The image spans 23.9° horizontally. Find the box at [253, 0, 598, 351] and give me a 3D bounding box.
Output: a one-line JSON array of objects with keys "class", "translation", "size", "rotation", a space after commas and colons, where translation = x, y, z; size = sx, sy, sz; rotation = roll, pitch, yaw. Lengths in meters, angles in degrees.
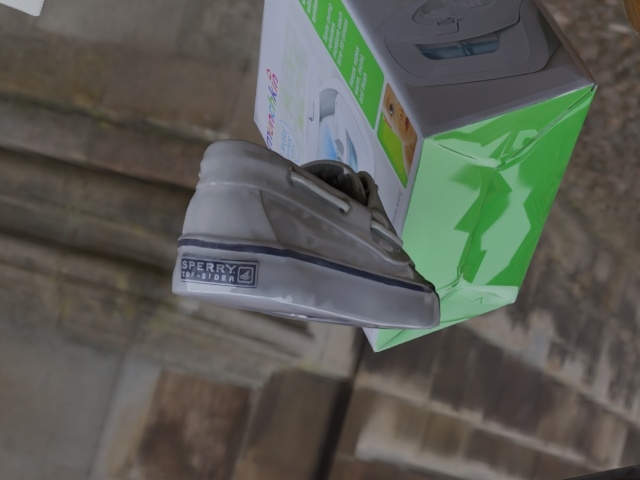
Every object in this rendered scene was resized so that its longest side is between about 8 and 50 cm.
[{"class": "box", "translation": [0.059, -0.096, 1.038], "size": [0.126, 0.231, 0.262], "rotation": [-19, 152, -17]}]

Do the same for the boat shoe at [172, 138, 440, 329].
[{"class": "boat shoe", "translation": [0.000, 0.000, 0.829], "size": [0.096, 0.088, 0.267], "rotation": [3, 174, 27]}]

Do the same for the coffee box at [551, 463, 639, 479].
[{"class": "coffee box", "translation": [0.130, 0.168, 0.532], "size": [0.119, 0.168, 0.297], "rotation": [-31, 160, 29]}]

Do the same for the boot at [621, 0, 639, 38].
[{"class": "boot", "translation": [0.251, -0.155, 0.844], "size": [0.295, 0.104, 0.211], "rotation": [50, 169, 49]}]

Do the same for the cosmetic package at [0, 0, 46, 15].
[{"class": "cosmetic package", "translation": [-0.103, -0.139, 0.508], "size": [0.060, 0.041, 0.115], "rotation": [21, 130, -12]}]
